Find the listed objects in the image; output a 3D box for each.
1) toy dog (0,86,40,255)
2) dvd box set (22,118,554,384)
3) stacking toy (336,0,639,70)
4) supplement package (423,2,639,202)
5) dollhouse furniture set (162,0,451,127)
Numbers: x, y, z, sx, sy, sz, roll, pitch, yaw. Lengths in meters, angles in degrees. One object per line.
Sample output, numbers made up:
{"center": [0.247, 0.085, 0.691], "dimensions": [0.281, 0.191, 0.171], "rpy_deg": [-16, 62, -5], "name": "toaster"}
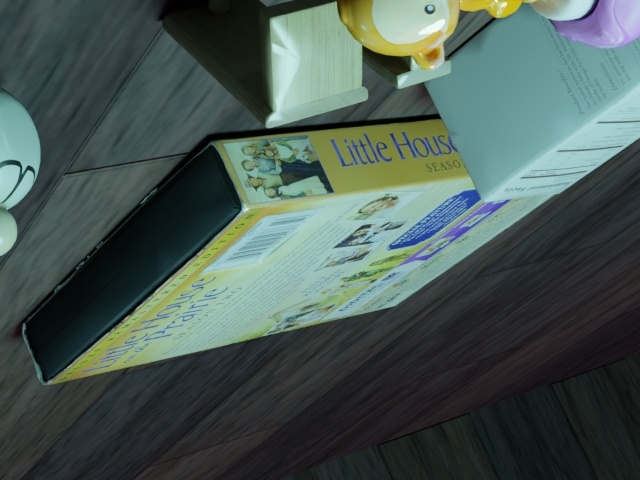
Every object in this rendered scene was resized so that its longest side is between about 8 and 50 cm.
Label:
{"center": [-0.286, 0.059, 0.745], "dimensions": [0.220, 0.161, 0.334], "rpy_deg": [-7, 157, -48], "name": "toy dog"}
{"center": [0.000, 0.000, 1.171], "dimensions": [0.420, 0.062, 0.307], "rpy_deg": [-10, 159, -43], "name": "dvd box set"}
{"center": [0.145, -0.149, 0.638], "dimensions": [0.302, 0.175, 0.166], "rpy_deg": [-20, -175, -16], "name": "stacking toy"}
{"center": [0.180, -0.117, 0.977], "dimensions": [0.105, 0.105, 0.179], "rpy_deg": [-8, 157, -47], "name": "supplement package"}
{"center": [0.006, -0.166, 0.703], "dimensions": [0.144, 0.123, 0.151], "rpy_deg": [-18, 128, -24], "name": "dollhouse furniture set"}
